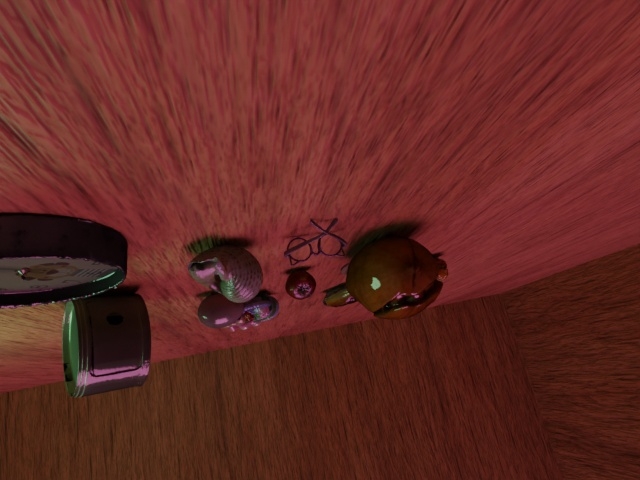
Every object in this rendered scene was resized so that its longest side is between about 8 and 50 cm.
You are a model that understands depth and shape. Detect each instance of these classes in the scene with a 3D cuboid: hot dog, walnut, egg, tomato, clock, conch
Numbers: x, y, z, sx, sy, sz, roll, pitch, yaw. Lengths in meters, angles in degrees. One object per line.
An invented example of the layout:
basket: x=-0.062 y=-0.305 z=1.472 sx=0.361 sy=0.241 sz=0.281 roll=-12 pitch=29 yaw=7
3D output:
hot dog: x=0.131 y=0.202 z=1.603 sx=0.270 sy=0.082 sz=0.162 roll=-24 pitch=158 yaw=38
walnut: x=0.168 y=0.094 z=1.083 sx=0.208 sy=0.209 sz=0.336 roll=-6 pitch=175 yaw=-22
egg: x=-0.293 y=0.204 z=1.254 sx=0.134 sy=0.103 sz=0.103 roll=-13 pitch=164 yaw=-16
tomato: x=-0.058 y=0.123 z=1.202 sx=0.087 sy=0.087 sz=0.075 roll=-5 pitch=-155 yaw=-23
clock: x=-0.248 y=0.230 z=1.394 sx=0.193 sy=0.100 sz=0.195 roll=-20 pitch=165 yaw=13
conch: x=-0.188 y=0.060 z=0.861 sx=0.135 sy=0.102 sz=0.153 roll=-7 pitch=133 yaw=20
hot dog: x=0.296 y=0.123 z=1.424 sx=0.268 sy=0.115 sz=0.072 roll=-18 pitch=121 yaw=8
clock: x=-0.469 y=0.044 z=0.672 sx=0.312 sy=0.062 sz=0.313 roll=-12 pitch=164 yaw=-3

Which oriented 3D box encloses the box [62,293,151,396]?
box: x=-0.511 y=0.244 z=1.010 sx=0.149 sy=0.226 sz=0.226 roll=1 pitch=159 yaw=-39

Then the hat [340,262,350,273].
hat: x=0.196 y=0.117 z=1.314 sx=0.251 sy=0.110 sz=0.252 roll=-11 pitch=164 yaw=-3

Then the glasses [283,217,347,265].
glasses: x=0.000 y=0.000 z=0.866 sx=0.139 sy=0.063 sz=0.104 roll=-8 pitch=162 yaw=-18
